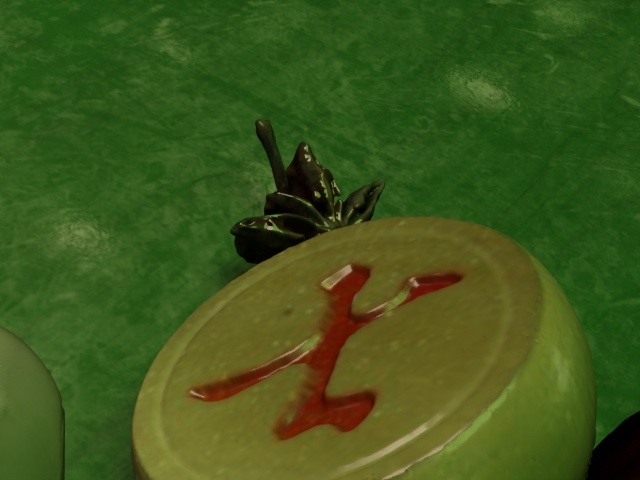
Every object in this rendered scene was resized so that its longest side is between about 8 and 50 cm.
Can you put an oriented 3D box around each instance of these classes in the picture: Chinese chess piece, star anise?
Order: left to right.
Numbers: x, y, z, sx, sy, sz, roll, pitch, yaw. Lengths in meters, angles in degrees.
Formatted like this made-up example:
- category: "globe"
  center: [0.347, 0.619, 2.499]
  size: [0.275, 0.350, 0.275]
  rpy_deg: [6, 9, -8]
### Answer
- category: "star anise"
  center: [0.000, 0.000, 1.271]
  size: [0.209, 0.089, 0.231]
  rpy_deg: [17, 45, -31]
- category: "Chinese chess piece"
  center: [0.030, 0.126, 0.993]
  size: [0.338, 0.140, 0.338]
  rpy_deg: [-19, 30, 11]

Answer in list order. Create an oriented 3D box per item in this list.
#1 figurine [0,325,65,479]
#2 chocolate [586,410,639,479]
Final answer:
- category: "figurine"
  center: [-0.360, 0.136, 0.884]
  size: [0.394, 0.227, 0.274]
  rpy_deg: [1, 6, -6]
- category: "chocolate"
  center: [0.308, 0.278, 0.964]
  size: [0.331, 0.384, 0.383]
  rpy_deg: [35, 39, 28]
